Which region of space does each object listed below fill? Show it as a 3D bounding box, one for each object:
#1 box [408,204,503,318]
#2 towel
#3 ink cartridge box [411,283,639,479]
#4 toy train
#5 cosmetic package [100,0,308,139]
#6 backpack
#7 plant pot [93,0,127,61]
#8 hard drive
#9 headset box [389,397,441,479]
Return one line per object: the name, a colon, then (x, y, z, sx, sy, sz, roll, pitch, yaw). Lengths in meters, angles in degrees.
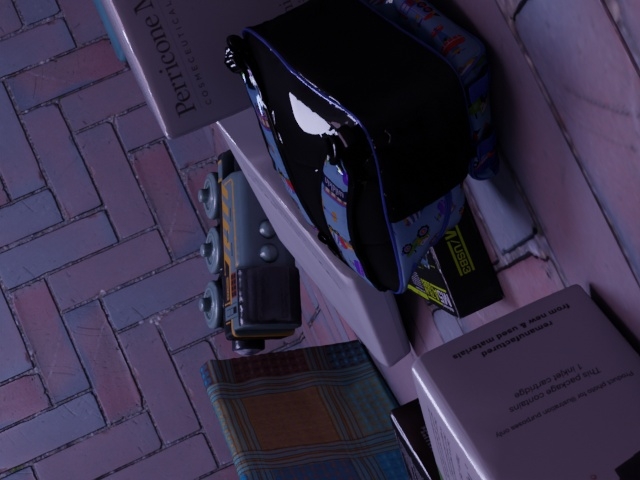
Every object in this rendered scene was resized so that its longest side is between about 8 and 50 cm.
box: (0.067, -0.041, 0.887, 0.184, 0.045, 0.191, 64, 173, -10)
towel: (0.001, 0.277, 1.563, 0.370, 0.271, 0.040, -121, 31, -50)
ink cartridge box: (0.170, 0.195, 0.594, 0.278, 0.117, 0.201, -121, 10, -46)
toy train: (-0.103, 0.006, 1.690, 0.190, 0.142, 0.333, 154, 117, -66)
cosmetic package: (-0.063, -0.184, 0.789, 0.151, 0.184, 0.151, -133, 20, -70)
backpack: (0.035, -0.059, 0.697, 0.158, 0.117, 0.173, 45, 161, 41)
plant pot: (-0.208, -0.364, 1.408, 0.165, 0.166, 0.234, 66, 165, 3)
hard drive: (0.000, 0.000, 1.174, 0.233, 0.047, 0.353, 51, 174, 20)
headset box: (0.176, 0.271, 0.834, 0.293, 0.110, 0.218, -122, 10, -47)
